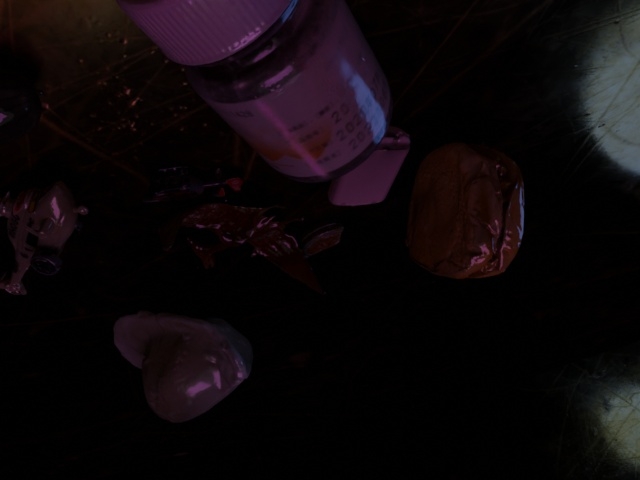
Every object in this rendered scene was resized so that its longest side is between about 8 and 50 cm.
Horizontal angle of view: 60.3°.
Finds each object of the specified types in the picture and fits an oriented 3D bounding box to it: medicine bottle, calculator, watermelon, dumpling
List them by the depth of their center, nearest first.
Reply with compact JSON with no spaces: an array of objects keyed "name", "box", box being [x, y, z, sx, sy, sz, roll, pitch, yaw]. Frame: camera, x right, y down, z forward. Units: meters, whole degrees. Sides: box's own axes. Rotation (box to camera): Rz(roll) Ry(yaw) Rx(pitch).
[{"name":"medicine bottle","box":[-0.047,-0.183,0.526,0.165,0.165,0.273,-25,148,17]},{"name":"watermelon","box":[-0.339,-0.136,0.561,0.110,0.078,0.078,-14,150,-2]},{"name":"calculator","box":[0.071,-0.106,0.832,0.100,0.032,0.175,-4,148,-17]},{"name":"dumpling","box":[-0.268,0.256,1.108,0.320,0.212,0.270,-41,139,20]}]

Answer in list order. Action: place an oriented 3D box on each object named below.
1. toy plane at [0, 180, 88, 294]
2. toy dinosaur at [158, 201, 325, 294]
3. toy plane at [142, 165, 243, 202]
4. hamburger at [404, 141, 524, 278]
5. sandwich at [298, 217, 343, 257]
[{"name":"toy plane","box":[-0.407,0.008,0.766,0.108,0.092,0.286,26,134,-19]},{"name":"toy dinosaur","box":[-0.119,0.014,0.836,0.206,0.113,0.327,-14,159,2]},{"name":"toy plane","box":[-0.181,-0.074,0.771,0.145,0.037,0.060,-9,153,-8]},{"name":"hamburger","box":[0.212,-0.046,0.828,0.108,0.214,0.214,6,144,-24]},{"name":"sandwich","box":[0.000,-0.003,0.977,0.101,0.026,0.069,-28,146,19]}]
